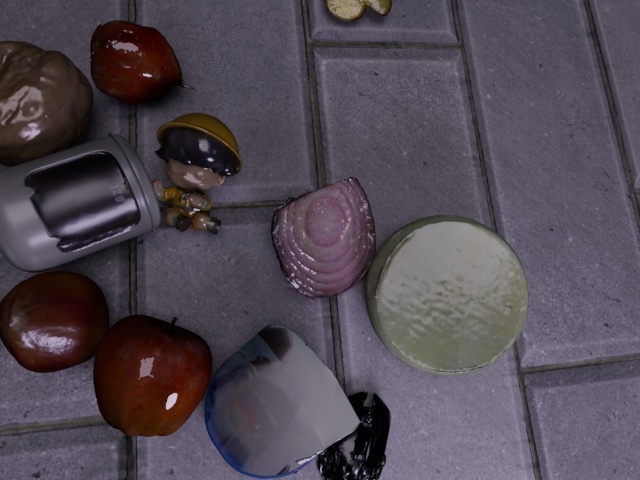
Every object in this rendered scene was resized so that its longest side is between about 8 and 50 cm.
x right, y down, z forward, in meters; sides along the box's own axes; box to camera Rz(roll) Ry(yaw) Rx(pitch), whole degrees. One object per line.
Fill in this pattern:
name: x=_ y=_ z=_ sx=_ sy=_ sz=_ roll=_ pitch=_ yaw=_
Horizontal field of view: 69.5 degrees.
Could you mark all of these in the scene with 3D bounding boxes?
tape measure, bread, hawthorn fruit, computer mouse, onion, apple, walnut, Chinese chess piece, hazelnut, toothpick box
tape measure: x=-0.092 y=0.335 z=0.922 sx=0.262 sy=0.138 sz=0.259 roll=-37 pitch=72 yaw=-12
bread: x=0.097 y=-0.648 z=1.250 sx=0.187 sy=0.065 sz=0.150 roll=22 pitch=85 yaw=-7
hawthorn fruit: x=-0.400 y=-0.393 z=1.053 sx=0.235 sy=0.181 sz=0.181 roll=15 pitch=74 yaw=-20
computer mouse: x=0.080 y=0.444 z=0.981 sx=0.146 sy=0.077 sz=0.242 roll=18 pitch=74 yaw=-7
onion: x=0.000 y=0.000 z=1.062 sx=0.250 sy=0.111 sz=0.248 roll=-23 pitch=104 yaw=-25
apple: x=-0.319 y=0.255 z=0.883 sx=0.233 sy=0.234 sz=0.234 roll=2 pitch=77 yaw=-9
walnut: x=-0.606 y=-0.271 z=0.947 sx=0.273 sy=0.227 sz=0.273 roll=3 pitch=73 yaw=-9
Chinese chess piece: x=0.273 y=0.118 z=1.022 sx=0.349 sy=0.146 sz=0.350 roll=0 pitch=87 yaw=0
hazelnut: x=-0.516 y=0.151 z=0.876 sx=0.208 sy=0.208 sz=0.208 roll=2 pitch=77 yaw=-9
toothpick box: x=-0.506 y=-0.065 z=0.911 sx=0.316 sy=0.229 sz=0.229 roll=-26 pitch=83 yaw=-25

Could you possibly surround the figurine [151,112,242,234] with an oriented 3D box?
figurine: x=-0.276 y=-0.149 z=1.015 sx=0.192 sy=0.167 sz=0.257 roll=14 pitch=98 yaw=-11
